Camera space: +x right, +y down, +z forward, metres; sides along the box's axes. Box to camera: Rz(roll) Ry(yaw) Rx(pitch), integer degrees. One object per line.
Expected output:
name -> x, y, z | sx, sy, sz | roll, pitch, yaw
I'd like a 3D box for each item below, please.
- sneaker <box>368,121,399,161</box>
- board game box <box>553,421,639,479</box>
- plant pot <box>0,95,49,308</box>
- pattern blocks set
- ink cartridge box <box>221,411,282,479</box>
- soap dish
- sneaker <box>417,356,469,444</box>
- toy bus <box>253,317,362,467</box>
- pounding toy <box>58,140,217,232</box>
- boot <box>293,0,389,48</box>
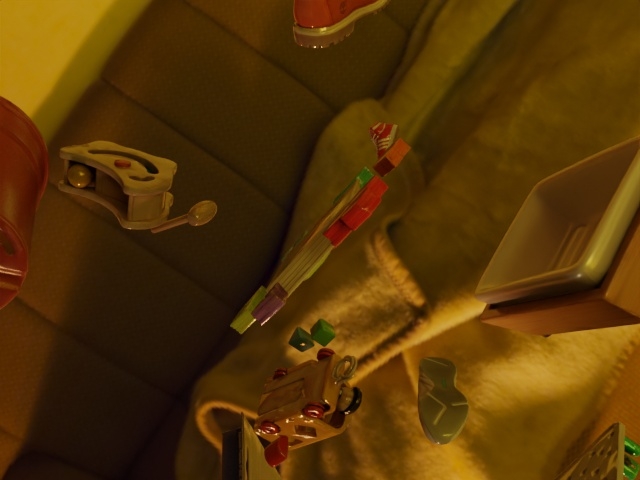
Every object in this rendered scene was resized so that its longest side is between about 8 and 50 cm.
sneaker -> 0.135, -0.221, 1.910 | 0.042, 0.067, 0.118 | 71, -143, -66
board game box -> 0.278, 0.470, 1.073 | 0.390, 0.050, 0.390 | -57, -5, 29
plant pot -> -0.514, -0.041, 1.150 | 0.272, 0.272, 0.265 | -48, 36, 15
pattern blocks set -> 0.000, 0.000, 0.935 | 0.285, 0.026, 0.325 | -47, 5, 22
ink cartridge box -> -0.121, 0.452, 1.448 | 0.069, 0.371, 0.175 | -6, 56, 3
soap dish -> 0.333, 0.007, 1.028 | 0.228, 0.118, 0.291 | -57, 8, -17
sneaker -> 0.135, 0.190, 0.927 | 0.152, 0.054, 0.061 | -74, -11, -70
toy bus -> -0.001, 0.231, 1.180 | 0.191, 0.104, 0.202 | -53, 25, 3
pounding toy -> -0.331, -0.061, 1.440 | 0.154, 0.270, 0.154 | -49, -26, -61
boot -> 0.024, -0.249, 0.770 | 0.059, 0.084, 0.158 | 12, 40, 24
